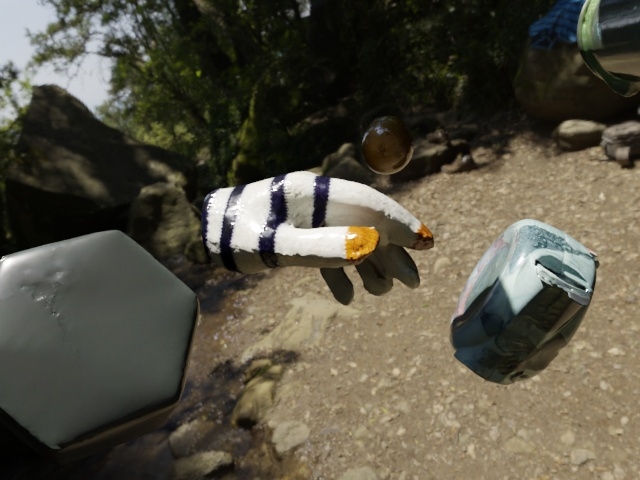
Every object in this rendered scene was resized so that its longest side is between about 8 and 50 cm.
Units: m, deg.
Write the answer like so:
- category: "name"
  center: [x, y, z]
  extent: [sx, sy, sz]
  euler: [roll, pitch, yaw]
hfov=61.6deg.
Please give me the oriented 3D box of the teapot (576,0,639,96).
- category: "teapot"
  center: [0.494, -0.330, 0.715]
  extent: [0.200, 0.271, 0.337]
  euler: [3, 16, 2]

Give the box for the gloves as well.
- category: "gloves"
  center: [0.000, -0.012, 0.541]
  extent: [0.218, 0.140, 0.132]
  euler: [-6, 66, 7]

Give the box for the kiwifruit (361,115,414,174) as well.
- category: "kiwifruit"
  center: [0.089, -0.128, 0.716]
  extent: [0.075, 0.075, 0.124]
  euler: [-12, 11, 14]

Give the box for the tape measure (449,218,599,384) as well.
- category: "tape measure"
  center: [0.320, 0.102, 0.860]
  extent: [0.147, 0.256, 0.275]
  euler: [31, 31, 5]

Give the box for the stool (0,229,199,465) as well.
- category: "stool"
  center: [-0.248, 0.116, 0.579]
  extent: [0.232, 0.232, 0.141]
  euler: [-36, -11, -35]
